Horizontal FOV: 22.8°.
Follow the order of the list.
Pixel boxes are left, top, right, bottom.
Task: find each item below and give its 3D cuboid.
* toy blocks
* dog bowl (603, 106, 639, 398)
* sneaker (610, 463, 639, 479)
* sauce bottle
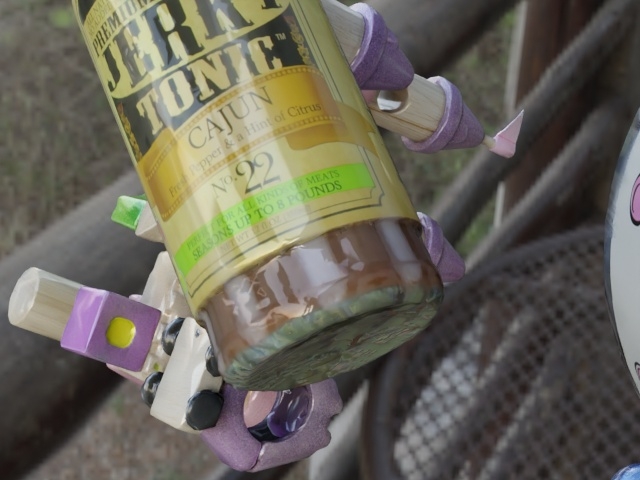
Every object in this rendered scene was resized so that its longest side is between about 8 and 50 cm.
[{"bbox_3d":[0.000,0.000,1.028,0.260,0.289,0.309,24,-4,-31],"label":"toy blocks"},{"bbox_3d":[0.360,0.023,0.823,0.408,0.408,0.150,4,21,0],"label":"dog bowl"},{"bbox_3d":[0.183,0.134,0.663,0.144,0.059,0.053,32,60,-13],"label":"sneaker"},{"bbox_3d":[-0.057,-0.103,0.729,0.111,0.111,0.344,-13,69,-33],"label":"sauce bottle"}]
